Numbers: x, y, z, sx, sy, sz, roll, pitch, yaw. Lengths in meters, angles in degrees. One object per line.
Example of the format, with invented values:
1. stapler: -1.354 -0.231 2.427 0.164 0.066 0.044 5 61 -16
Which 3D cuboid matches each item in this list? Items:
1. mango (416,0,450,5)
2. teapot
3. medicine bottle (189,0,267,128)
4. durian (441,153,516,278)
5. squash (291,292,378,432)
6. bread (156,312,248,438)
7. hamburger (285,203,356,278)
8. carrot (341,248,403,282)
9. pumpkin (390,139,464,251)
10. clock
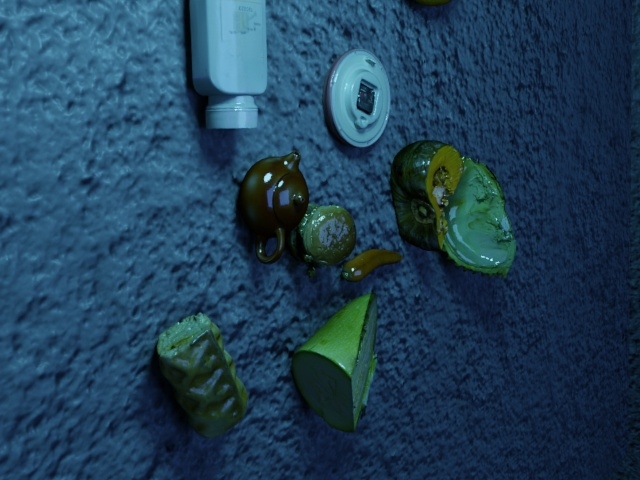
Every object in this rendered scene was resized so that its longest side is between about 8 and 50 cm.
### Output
1. mango: 0.275 -0.705 2.116 0.317 0.119 0.176 1 98 -41
2. teapot: -0.090 -0.071 1.760 0.178 0.135 0.251 12 86 -46
3. medicine bottle: -0.181 -0.371 1.624 0.161 0.111 0.296 -13 104 -47
4. durian: 0.435 -0.059 2.339 0.163 0.198 0.394 -31 116 -42
5. squash: 0.097 0.271 1.982 0.309 0.210 0.233 -35 133 -37
6. bread: -0.235 0.282 1.648 0.152 0.130 0.267 -48 131 -40
7. hamburger: 0.000 0.000 1.881 0.159 0.131 0.184 18 86 -46
8. carrot: 0.142 0.052 2.118 0.271 0.062 0.066 -24 81 -50
9. pumpkin: 0.297 -0.136 2.210 0.190 0.139 0.280 -38 125 -40
10. clock: 0.096 -0.349 1.998 0.244 0.056 0.244 -12 105 -48
